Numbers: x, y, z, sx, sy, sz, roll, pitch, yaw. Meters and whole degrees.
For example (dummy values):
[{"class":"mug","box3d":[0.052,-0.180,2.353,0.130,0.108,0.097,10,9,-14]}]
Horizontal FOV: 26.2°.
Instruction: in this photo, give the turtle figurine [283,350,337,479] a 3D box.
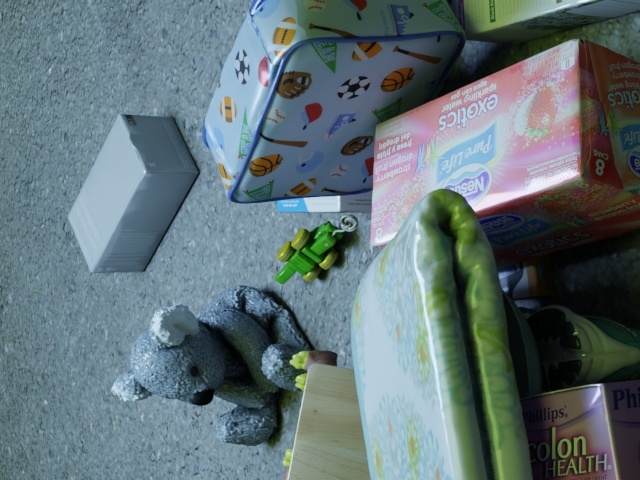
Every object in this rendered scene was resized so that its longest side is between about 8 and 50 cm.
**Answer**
[{"class":"turtle figurine","box3d":[0.008,0.246,1.664,0.087,0.269,0.217,-14,60,12]}]

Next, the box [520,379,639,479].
[{"class":"box","box3d":[0.301,0.245,1.213,0.117,0.213,0.243,-22,72,52]}]

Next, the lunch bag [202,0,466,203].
[{"class":"lunch bag","box3d":[0.014,-0.158,1.481,0.115,0.243,0.303,67,150,26]}]

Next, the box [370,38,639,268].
[{"class":"box","box3d":[0.199,-0.073,1.369,0.300,0.154,0.142,-19,62,50]}]

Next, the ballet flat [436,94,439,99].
[{"class":"ballet flat","box3d":[0.086,-0.246,1.625,0.079,0.077,0.221,-51,49,16]}]

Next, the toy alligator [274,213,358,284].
[{"class":"toy alligator","box3d":[0.000,0.000,1.757,0.190,0.056,0.051,-40,19,46]}]

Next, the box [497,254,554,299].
[{"class":"box","box3d":[0.195,0.027,1.509,0.136,0.028,0.081,-12,81,51]}]

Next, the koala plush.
[{"class":"koala plush","box3d":[-0.159,0.156,1.828,0.196,0.221,0.203,-55,49,39]}]

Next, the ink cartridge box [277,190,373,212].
[{"class":"ink cartridge box","box3d":[0.014,-0.129,1.708,0.139,0.082,0.190,1,92,54]}]

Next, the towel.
[{"class":"towel","box3d":[0.114,0.171,1.303,0.320,0.090,0.374,126,137,-71]}]

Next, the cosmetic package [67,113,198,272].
[{"class":"cosmetic package","box3d":[-0.291,-0.070,2.107,0.238,0.107,0.127,-52,51,37]}]

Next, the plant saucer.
[{"class":"plant saucer","box3d":[0.176,0.133,1.338,0.195,0.037,0.195,179,90,-74]}]

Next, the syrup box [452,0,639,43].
[{"class":"syrup box","box3d":[0.243,-0.266,1.382,0.237,0.093,0.096,-6,86,54]}]

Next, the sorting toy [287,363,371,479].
[{"class":"sorting toy","box3d":[0.095,0.284,1.494,0.089,0.257,0.255,58,-138,-76]}]

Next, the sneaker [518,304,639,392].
[{"class":"sneaker","box3d":[0.239,0.117,1.388,0.275,0.110,0.107,180,93,-72]}]
